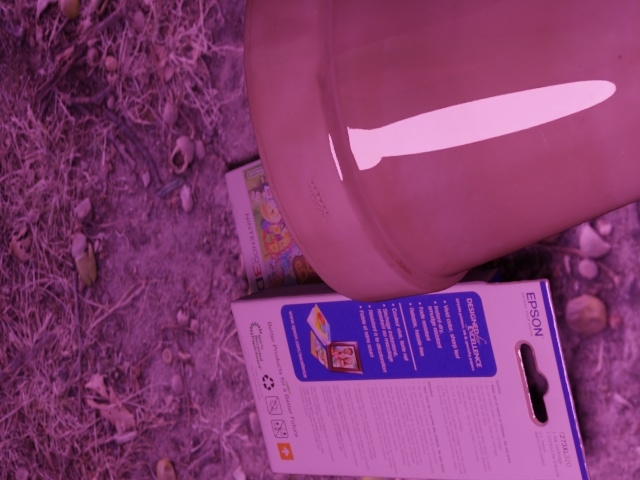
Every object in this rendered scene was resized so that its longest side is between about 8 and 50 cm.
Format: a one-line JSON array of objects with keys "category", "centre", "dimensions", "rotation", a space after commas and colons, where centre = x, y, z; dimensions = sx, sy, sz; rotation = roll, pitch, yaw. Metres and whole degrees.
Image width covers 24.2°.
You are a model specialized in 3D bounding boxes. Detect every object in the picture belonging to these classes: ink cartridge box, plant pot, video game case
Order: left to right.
[{"category": "video game case", "centre": [0.000, 0.000, 1.440], "dimensions": [0.212, 0.023, 0.193], "rotation": [-18, 82, 44]}, {"category": "ink cartridge box", "centre": [0.081, 0.121, 1.329], "dimensions": [0.371, 0.069, 0.176], "rotation": [-6, 101, 45]}, {"category": "plant pot", "centre": [0.141, -0.126, 1.120], "dimensions": [0.280, 0.323, 0.323], "rotation": [-8, 89, 29]}]
